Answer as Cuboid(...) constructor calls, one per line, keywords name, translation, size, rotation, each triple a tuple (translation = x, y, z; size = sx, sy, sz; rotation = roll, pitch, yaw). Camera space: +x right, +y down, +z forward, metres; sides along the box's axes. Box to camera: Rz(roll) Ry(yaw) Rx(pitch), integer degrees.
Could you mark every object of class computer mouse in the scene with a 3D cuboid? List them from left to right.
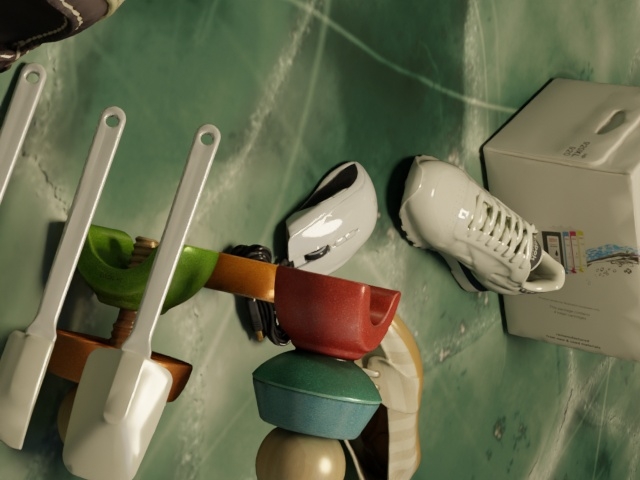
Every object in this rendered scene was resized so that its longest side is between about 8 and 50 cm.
Cuboid(name="computer mouse", translation=(0.000, 0.000, 1.247), size=(0.193, 0.042, 0.106), rotation=(-47, 134, -38))

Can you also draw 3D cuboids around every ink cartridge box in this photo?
Cuboid(name="ink cartridge box", translation=(0.290, -0.025, 1.551), size=(0.171, 0.168, 0.233), rotation=(-44, 133, -41))

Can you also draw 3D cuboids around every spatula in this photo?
Cuboid(name="spatula", translation=(-0.159, 0.018, 0.946), size=(0.019, 0.168, 0.242), rotation=(117, -10, -75))

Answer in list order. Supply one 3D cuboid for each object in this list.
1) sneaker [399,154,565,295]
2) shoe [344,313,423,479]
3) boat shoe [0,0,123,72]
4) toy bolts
Cuboid(name="sneaker", translation=(0.155, -0.012, 1.426), size=(0.235, 0.095, 0.090), rotation=(35, 72, -52))
Cuboid(name="shoe", translation=(0.050, 0.146, 1.336), size=(0.058, 0.076, 0.219), rotation=(-49, 139, -43))
Cuboid(name="boat shoe", translation=(-0.191, -0.112, 0.729), size=(0.103, 0.285, 0.092), rotation=(42, 70, -34))
Cuboid(name="toy bolts", translation=(-0.056, 0.092, 1.040), size=(0.218, 0.228, 0.158), rotation=(15, 87, -64))
